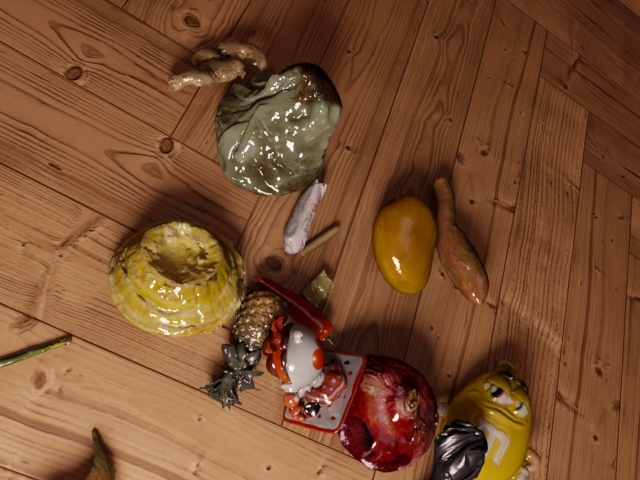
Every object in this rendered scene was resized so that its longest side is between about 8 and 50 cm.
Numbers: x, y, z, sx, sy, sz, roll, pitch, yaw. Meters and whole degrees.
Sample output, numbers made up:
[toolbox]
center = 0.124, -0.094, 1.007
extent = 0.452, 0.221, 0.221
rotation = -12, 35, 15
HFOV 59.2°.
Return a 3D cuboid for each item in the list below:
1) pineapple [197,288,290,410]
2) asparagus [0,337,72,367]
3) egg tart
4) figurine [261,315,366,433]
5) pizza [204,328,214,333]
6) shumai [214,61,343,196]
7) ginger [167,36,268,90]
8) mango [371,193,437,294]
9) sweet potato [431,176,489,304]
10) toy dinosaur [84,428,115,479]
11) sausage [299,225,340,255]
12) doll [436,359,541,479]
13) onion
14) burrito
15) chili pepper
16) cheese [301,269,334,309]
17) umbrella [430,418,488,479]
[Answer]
[pineapple]
center = -0.154, 0.231, 1.182
extent = 0.125, 0.125, 0.251
rotation = 32, 65, -13
[asparagus]
center = -0.529, 0.207, 1.048
extent = 0.127, 0.018, 0.015
rotation = -17, 105, -31
[egg tart]
center = -0.281, 0.055, 1.137
extent = 0.290, 0.115, 0.290
rotation = 12, 50, -14
[figurine]
center = -0.044, 0.250, 1.143
extent = 0.226, 0.160, 0.183
rotation = 52, 51, -39
[pizza]
center = -0.259, 0.134, 1.198
extent = 0.134, 0.046, 0.175
rotation = 47, 57, -4
[shumai]
center = -0.086, -0.284, 1.320
extent = 0.309, 0.263, 0.304
rotation = 46, 56, -5
[ginger]
center = -0.267, -0.430, 1.387
extent = 0.258, 0.065, 0.149
rotation = -27, 54, -21
[mango]
center = 0.212, 0.004, 1.438
extent = 0.175, 0.139, 0.254
rotation = 15, 71, -18
[sweet potato]
center = 0.366, 0.005, 1.542
extent = 0.109, 0.109, 0.385
rotation = 0, 59, -27
[toy dinosaur]
center = -0.462, 0.489, 0.942
extent = 0.206, 0.113, 0.327
rotation = 27, 69, -46
[sausage]
center = 0.000, 0.000, 1.396
extent = 0.132, 0.024, 0.024
rotation = -33, 88, -32
[doll]
center = 0.350, 0.489, 1.323
extent = 0.348, 0.161, 0.423
rotation = 1, 63, -10
[onion]
center = 0.146, 0.363, 1.219
extent = 0.252, 0.219, 0.252
rotation = 9, 59, -15
[burrito]
center = -0.042, -0.058, 1.375
extent = 0.064, 0.064, 0.203
rotation = 29, 64, -15
[chili pepper]
center = -0.044, 0.165, 1.283
extent = 0.272, 0.071, 0.063
rotation = 42, 77, -6
[cheese]
center = -0.002, 0.118, 1.341
extent = 0.060, 0.041, 0.084
rotation = 41, 73, 0
[umbrella]
center = 0.252, 0.544, 1.185
extent = 0.118, 0.118, 0.340
rotation = 32, 77, -13
